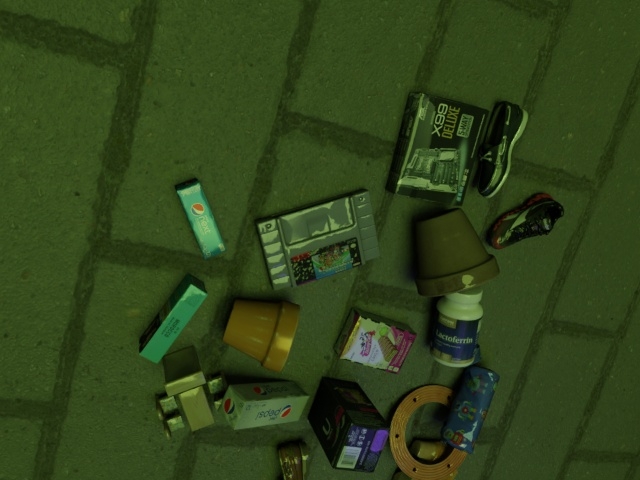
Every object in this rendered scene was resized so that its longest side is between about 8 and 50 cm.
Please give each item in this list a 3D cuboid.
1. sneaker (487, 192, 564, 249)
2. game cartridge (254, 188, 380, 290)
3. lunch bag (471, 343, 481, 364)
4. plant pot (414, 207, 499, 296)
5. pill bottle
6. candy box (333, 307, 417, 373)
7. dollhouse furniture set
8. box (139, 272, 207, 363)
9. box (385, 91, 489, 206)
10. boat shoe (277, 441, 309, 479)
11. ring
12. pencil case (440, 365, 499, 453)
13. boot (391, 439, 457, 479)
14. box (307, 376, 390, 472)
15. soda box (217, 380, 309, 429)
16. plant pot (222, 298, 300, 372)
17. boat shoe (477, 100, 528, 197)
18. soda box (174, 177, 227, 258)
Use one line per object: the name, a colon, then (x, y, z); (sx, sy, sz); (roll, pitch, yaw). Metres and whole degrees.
sneaker: (0.689, -0.055, 1.871); (0.276, 0.135, 0.097); (-33, 116, -6)
game cartridge: (0.000, 0.000, 1.692); (0.355, 0.068, 0.230); (-18, 107, -13)
lunch bag: (0.516, 0.406, 1.991); (0.098, 0.067, 0.065); (-20, 112, -13)
plant pot: (0.396, 0.028, 1.753); (0.263, 0.263, 0.229); (-20, 95, -12)
pill bottle: (0.454, 0.272, 1.873); (0.153, 0.153, 0.264); (-3, 111, -18)
candy box: (0.181, 0.332, 1.850); (0.233, 0.071, 0.159); (20, 100, -23)
dollhouse furniture set: (-0.374, 0.460, 1.647); (0.212, 0.161, 0.242); (-18, 112, -13)
box: (-0.417, 0.218, 1.591); (0.060, 0.100, 0.244); (36, 92, -24)
box: (0.353, -0.274, 1.716); (0.242, 0.076, 0.307); (9, 104, -21)
boat shoe: (-0.096, 0.823, 1.897); (0.104, 0.111, 0.307); (-4, 98, -14)
ring: (0.392, 0.684, 2.009); (0.337, 0.032, 0.336); (2, 85, -20)
pencil case: (0.522, 0.589, 1.984); (0.119, 0.133, 0.306); (41, 71, -50)
boot: (0.390, 0.879, 2.077); (0.211, 0.104, 0.295); (23, 94, -24)
box: (0.082, 0.577, 1.782); (0.143, 0.270, 0.165); (16, 101, -23)
soda box: (-0.167, 0.494, 1.705); (0.286, 0.091, 0.098); (13, 104, -51)
plant pot: (-0.180, 0.260, 1.647); (0.188, 0.205, 0.205); (18, 100, -7)
boat shoe: (0.546, -0.286, 1.767); (0.091, 0.114, 0.302); (20, 87, -24)
soda box: (-0.329, -0.060, 1.549); (0.067, 0.071, 0.210); (-22, 112, -12)
